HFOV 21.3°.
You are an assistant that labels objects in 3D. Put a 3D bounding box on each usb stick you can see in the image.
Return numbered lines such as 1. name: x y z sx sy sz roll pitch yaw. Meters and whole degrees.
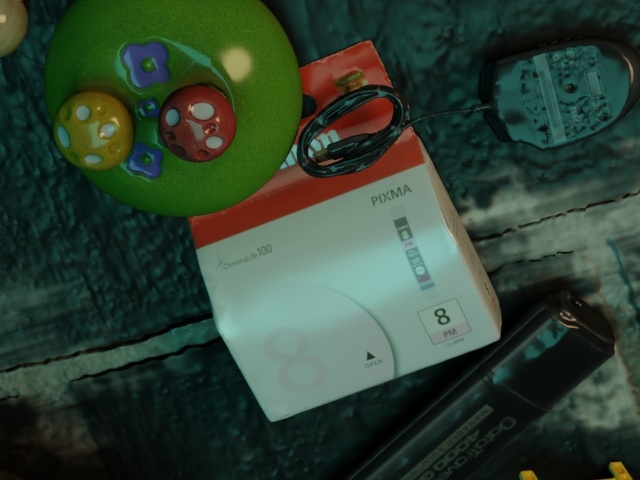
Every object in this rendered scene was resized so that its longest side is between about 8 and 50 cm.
1. usb stick: 0.105 0.141 1.280 0.077 0.045 0.278 32 117 -28

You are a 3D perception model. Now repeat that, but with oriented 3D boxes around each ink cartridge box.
1. ink cartridge box: 0.000 0.000 1.214 0.189 0.066 0.232 -21 117 15

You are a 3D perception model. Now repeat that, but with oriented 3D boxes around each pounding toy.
1. pounding toy: -0.128 -0.105 1.127 0.183 0.110 0.237 -39 102 22

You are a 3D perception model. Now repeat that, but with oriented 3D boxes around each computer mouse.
1. computer mouse: 0.101 -0.088 1.156 0.242 0.041 0.071 -11 98 8

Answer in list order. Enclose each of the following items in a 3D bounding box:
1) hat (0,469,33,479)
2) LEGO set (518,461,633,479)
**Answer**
1. hat: -0.238 0.269 1.332 0.331 0.134 0.331 5 134 5
2. LEGO set: 0.238 0.255 1.290 0.287 0.132 0.107 13 127 -8
